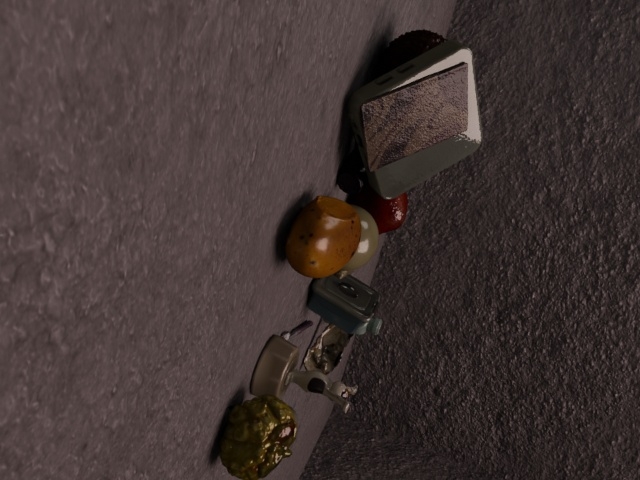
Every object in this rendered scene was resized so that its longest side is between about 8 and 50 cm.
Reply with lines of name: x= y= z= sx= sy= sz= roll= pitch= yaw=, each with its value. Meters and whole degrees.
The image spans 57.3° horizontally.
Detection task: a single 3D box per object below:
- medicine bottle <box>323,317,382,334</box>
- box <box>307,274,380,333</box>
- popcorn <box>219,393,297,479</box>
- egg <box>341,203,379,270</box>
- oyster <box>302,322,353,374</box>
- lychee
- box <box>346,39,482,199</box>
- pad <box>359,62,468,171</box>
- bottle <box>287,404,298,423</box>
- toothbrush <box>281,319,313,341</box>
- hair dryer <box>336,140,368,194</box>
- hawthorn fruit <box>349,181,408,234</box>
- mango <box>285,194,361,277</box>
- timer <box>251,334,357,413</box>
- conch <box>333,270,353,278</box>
medicine bottle: x=0.138 y=0.321 z=2.424 sx=0.121 sy=0.229 sz=0.083 roll=-59 pitch=165 yaw=-47
box: x=0.074 y=0.194 z=1.953 sx=0.130 sy=0.227 sz=0.162 roll=-61 pitch=177 yaw=37
popcorn: x=-0.156 y=0.487 z=1.460 sx=0.218 sy=0.169 sz=0.189 roll=-61 pitch=163 yaw=2
egg: x=0.075 y=-0.012 z=1.680 sx=0.241 sy=0.186 sz=0.186 roll=-70 pitch=175 yaw=-67
oyster: x=0.061 y=0.396 z=2.313 sx=0.345 sy=0.129 sz=0.078 roll=-50 pitch=168 yaw=-19
lychee: x=0.291 y=-0.506 z=1.775 sx=0.267 sy=0.268 sz=0.267 roll=19 pitch=90 yaw=-79
box: x=0.274 y=-0.332 z=1.658 sx=0.373 sy=0.090 sz=0.367 roll=-29 pitch=134 yaw=-6
pad: x=0.262 y=-0.330 z=1.586 sx=0.330 sy=0.004 sz=0.220 roll=-25 pitch=134 yaw=-12
bottle: x=-0.139 y=0.563 z=1.814 sx=0.233 sy=0.110 sz=0.110 roll=64 pitch=46 yaw=-73
toothbrush: x=-0.073 y=0.286 z=1.884 sx=0.354 sy=0.024 sz=0.029 roll=-2 pitch=102 yaw=-77
hair dryer: x=0.117 y=-0.286 z=1.748 sx=0.197 sy=0.089 sz=0.251 roll=-56 pitch=153 yaw=-46
hawthorn fruit: x=0.207 y=-0.155 z=2.052 sx=0.230 sy=0.210 sz=0.266 roll=-49 pitch=144 yaw=-55
mango: x=0.000 y=0.000 z=1.432 sx=0.191 sy=0.160 sz=0.290 roll=-65 pitch=167 yaw=15
timer: x=-0.035 y=0.385 z=1.600 sx=0.175 sy=0.266 sz=0.175 roll=19 pitch=90 yaw=-79
conch: x=0.073 y=0.024 z=1.854 sx=0.130 sy=0.155 sz=0.207 roll=49 pitch=39 yaw=-52
